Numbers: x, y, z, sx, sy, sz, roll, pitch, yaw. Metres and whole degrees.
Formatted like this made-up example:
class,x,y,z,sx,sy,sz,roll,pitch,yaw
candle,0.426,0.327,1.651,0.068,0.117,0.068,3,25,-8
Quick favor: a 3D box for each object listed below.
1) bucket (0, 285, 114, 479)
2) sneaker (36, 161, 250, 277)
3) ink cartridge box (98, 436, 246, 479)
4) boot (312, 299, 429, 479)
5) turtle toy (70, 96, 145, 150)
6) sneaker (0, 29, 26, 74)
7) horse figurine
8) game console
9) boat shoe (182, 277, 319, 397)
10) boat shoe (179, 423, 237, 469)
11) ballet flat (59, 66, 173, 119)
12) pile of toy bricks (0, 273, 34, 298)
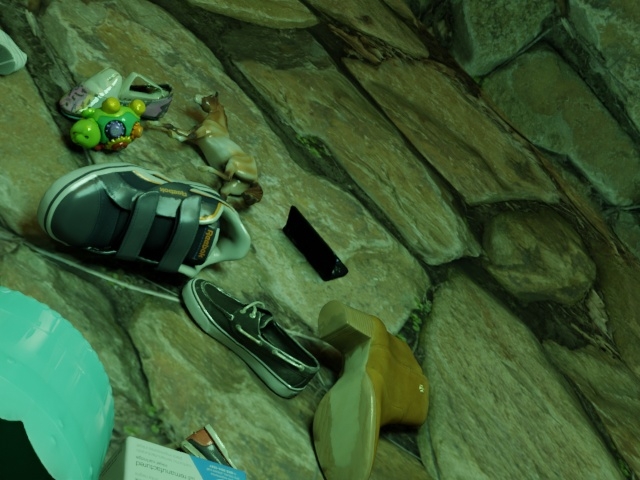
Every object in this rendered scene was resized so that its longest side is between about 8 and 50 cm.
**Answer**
class,x,y,z,sx,sy,sz,roll,pitch,yaw
bucket,-0.307,0.177,0.754,0.281,0.281,0.183,33,20,-12
sneaker,-0.221,-0.025,1.271,0.127,0.126,0.321,38,22,31
ink cartridge box,-0.149,0.316,0.927,0.148,0.086,0.203,25,31,-26
boot,0.088,0.237,1.320,0.211,0.104,0.295,35,39,-41
turtle toy,-0.326,-0.170,1.421,0.130,0.095,0.066,-5,72,-51
sneaker,-0.517,-0.313,1.433,0.152,0.054,0.061,45,19,-3
horse figurine,-0.174,-0.143,1.576,0.263,0.066,0.174,50,31,19
game console,0.000,0.000,1.573,0.122,0.071,0.107,50,30,18
boat shoe,-0.093,0.119,1.291,0.219,0.070,0.078,41,28,3
boat shoe,-0.111,0.277,1.076,0.043,0.049,0.137,-31,71,-16
ballet flat,-0.325,-0.239,1.517,0.077,0.079,0.221,43,27,24
pile of toy bricks,-0.379,0.066,0.988,0.212,0.105,0.118,21,33,-31
